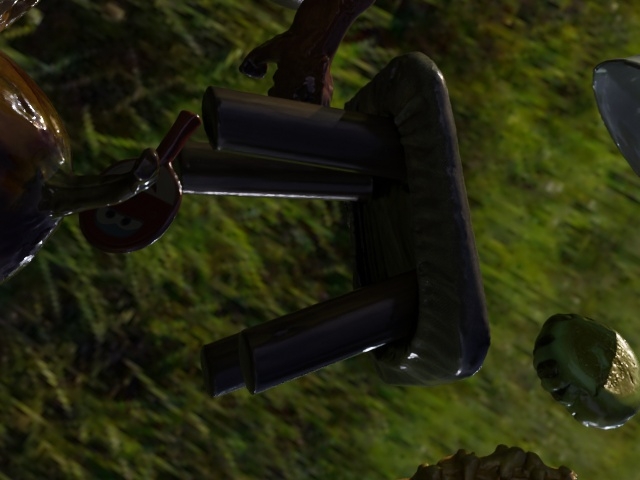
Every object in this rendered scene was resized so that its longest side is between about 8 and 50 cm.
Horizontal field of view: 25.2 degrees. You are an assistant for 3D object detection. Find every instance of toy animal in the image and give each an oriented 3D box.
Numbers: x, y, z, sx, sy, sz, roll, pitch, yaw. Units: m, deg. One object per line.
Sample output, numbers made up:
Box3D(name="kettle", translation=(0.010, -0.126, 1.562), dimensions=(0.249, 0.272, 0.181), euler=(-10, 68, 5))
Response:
Box3D(name="toy animal", translation=(0.004, -0.255, 1.720), dimensions=(0.097, 0.157, 0.312), euler=(16, 107, -38))

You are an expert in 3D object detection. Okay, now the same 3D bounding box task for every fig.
Box3D(name="fig", translation=(-0.186, -0.036, 0.710), dimensions=(0.149, 0.202, 0.148), euler=(-98, -166, -45))

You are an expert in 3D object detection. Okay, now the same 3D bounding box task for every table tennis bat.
Box3D(name="table tennis bat", translation=(-0.158, -0.054, 1.305), dimensions=(0.154, 0.098, 0.019), euler=(-57, 150, -16))

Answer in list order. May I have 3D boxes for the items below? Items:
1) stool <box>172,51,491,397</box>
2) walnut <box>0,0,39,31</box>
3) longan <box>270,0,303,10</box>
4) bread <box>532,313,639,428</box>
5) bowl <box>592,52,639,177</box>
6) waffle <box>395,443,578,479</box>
Box3D(name="stool", translation=(0.000, 0.000, 1.365), dimensions=(0.226, 0.310, 0.310), euler=(-8, 174, -16))
Box3D(name="walnut", translation=(-0.250, -0.217, 1.008), dimensions=(0.180, 0.144, 0.144), euler=(-41, 166, 13))
Box3D(name="longan", translation=(0.003, -0.463, 1.900), dimensions=(0.319, 0.319, 0.319), euler=(-50, 160, -25))
Box3D(name="bread", translation=(0.300, 0.148, 1.617), dimensions=(0.071, 0.139, 0.130), euler=(-51, -163, 47))
Box3D(name="bowl", translation=(0.467, -0.125, 1.612), dimensions=(0.146, 0.313, 0.313), euler=(-41, 160, -6))
Box3D(name="waffle", translation=(0.169, 0.350, 1.629), dimensions=(0.309, 0.283, 0.065), euler=(-32, -150, 16))
